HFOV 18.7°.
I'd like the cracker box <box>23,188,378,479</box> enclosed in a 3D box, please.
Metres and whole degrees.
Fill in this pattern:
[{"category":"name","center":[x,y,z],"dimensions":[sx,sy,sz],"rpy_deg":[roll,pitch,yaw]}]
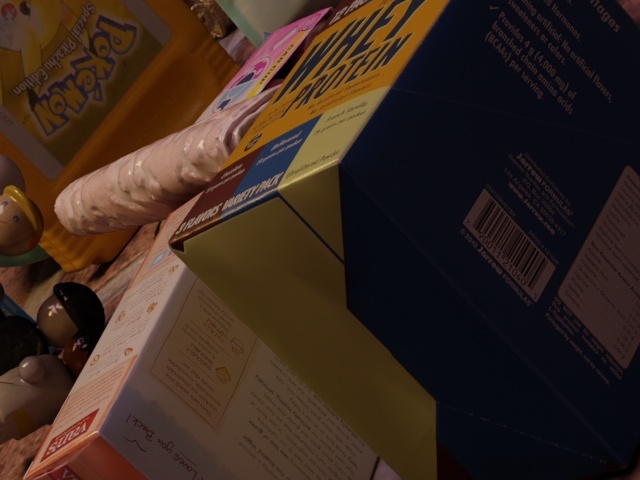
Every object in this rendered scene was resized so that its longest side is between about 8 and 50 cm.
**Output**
[{"category":"cracker box","center":[-0.046,0.090,1.044],"dimensions":[0.067,0.156,0.232],"rpy_deg":[-33,20,34]}]

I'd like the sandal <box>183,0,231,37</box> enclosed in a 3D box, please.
[{"category":"sandal","center":[-0.133,-0.276,2.221],"dimensions":[0.079,0.088,0.240],"rpy_deg":[-46,11,17]}]

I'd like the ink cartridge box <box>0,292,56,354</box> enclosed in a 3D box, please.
[{"category":"ink cartridge box","center":[-0.389,0.130,1.717],"dimensions":[0.232,0.168,0.171],"rpy_deg":[-53,20,-24]}]

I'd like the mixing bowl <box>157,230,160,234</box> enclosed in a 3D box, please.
[{"category":"mixing bowl","center":[0.000,0.000,1.203],"dimensions":[0.181,0.098,0.181],"rpy_deg":[-24,3,1]}]

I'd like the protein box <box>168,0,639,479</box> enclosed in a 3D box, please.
[{"category":"protein box","center":[0.076,-0.016,0.936],"dimensions":[0.136,0.200,0.201],"rpy_deg":[-24,26,49]}]

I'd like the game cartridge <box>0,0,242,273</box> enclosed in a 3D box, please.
[{"category":"game cartridge","center":[-0.248,-0.168,1.830],"dimensions":[0.053,0.323,0.285],"rpy_deg":[-16,33,56]}]

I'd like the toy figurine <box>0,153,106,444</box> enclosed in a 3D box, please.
[{"category":"toy figurine","center":[-0.257,0.045,1.559],"dimensions":[0.148,0.213,0.209],"rpy_deg":[-31,18,-11]}]

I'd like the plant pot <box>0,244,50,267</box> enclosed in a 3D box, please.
[{"category":"plant pot","center":[-0.323,-0.112,1.974],"dimensions":[0.293,0.293,0.235],"rpy_deg":[-38,33,19]}]

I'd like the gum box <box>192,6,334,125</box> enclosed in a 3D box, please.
[{"category":"gum box","center":[-0.050,-0.108,1.676],"dimensions":[0.188,0.062,0.107],"rpy_deg":[-52,18,-23]}]

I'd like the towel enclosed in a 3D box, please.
[{"category":"towel","center":[0.005,-0.091,1.308],"dimensions":[0.317,0.053,0.332],"rpy_deg":[-26,4,-26]}]

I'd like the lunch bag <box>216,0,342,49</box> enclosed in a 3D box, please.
[{"category":"lunch bag","center":[0.009,-0.306,1.853],"dimensions":[0.223,0.160,0.262],"rpy_deg":[-43,-2,19]}]
